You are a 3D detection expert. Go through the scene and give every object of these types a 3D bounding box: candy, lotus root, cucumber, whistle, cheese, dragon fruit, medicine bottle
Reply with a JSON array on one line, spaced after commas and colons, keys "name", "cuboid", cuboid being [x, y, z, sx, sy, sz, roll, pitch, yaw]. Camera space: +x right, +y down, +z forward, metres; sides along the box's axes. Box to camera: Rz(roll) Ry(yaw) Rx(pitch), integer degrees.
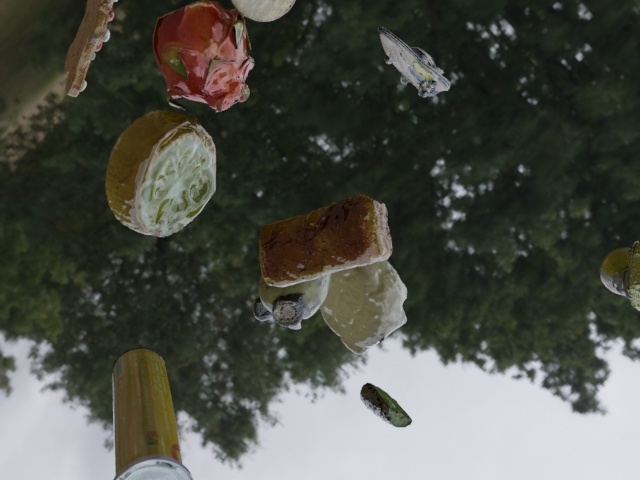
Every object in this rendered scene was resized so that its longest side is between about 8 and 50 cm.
[{"name": "candy", "cuboid": [-0.314, -0.132, 1.682, 0.118, 0.260, 0.260, 21, -118, 27]}, {"name": "lotus root", "cuboid": [-0.057, 0.091, 2.080, 0.173, 0.173, 0.309, -41, -166, 23]}, {"name": "cucumber", "cuboid": [0.157, 0.422, 2.095, 0.062, 0.078, 0.211, -61, -165, 2]}, {"name": "whistle", "cuboid": [0.737, 0.097, 2.030, 0.123, 0.123, 0.223, -41, -167, 25]}, {"name": "cheese", "cuboid": [0.121, 0.179, 2.482, 0.115, 0.327, 0.318, -28, -153, -37]}, {"name": "dragon fruit", "cuboid": [-0.239, -0.388, 1.755, 0.224, 0.227, 0.224, -14, -156, 6]}, {"name": "medicine bottle", "cuboid": [-0.256, 0.269, 1.235, 0.108, 0.108, 0.426, -48, -161, 1]}]

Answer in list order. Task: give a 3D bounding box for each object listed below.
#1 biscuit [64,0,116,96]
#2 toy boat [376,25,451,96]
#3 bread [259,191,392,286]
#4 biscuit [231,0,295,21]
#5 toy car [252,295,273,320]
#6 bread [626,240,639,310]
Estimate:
[{"name": "biscuit", "cuboid": [-0.489, -0.477, 1.848, 0.340, 0.047, 0.216, -58, -147, 28]}, {"name": "toy boat", "cuboid": [0.149, -0.309, 1.435, 0.066, 0.210, 0.084, -52, -127, 6]}, {"name": "bread", "cuboid": [0.001, 0.000, 1.560, 0.270, 0.139, 0.077, -14, 168, 33]}, {"name": "biscuit", "cuboid": [-0.112, -0.510, 1.685, 0.152, 0.152, 0.020, -46, -147, 8]}, {"name": "toy car", "cuboid": [-0.116, 0.174, 2.273, 0.142, 0.069, 0.055, -12, -179, -25]}, {"name": "bread", "cuboid": [0.626, 0.068, 1.572, 0.069, 0.127, 0.140, 4, -96, 47]}]
